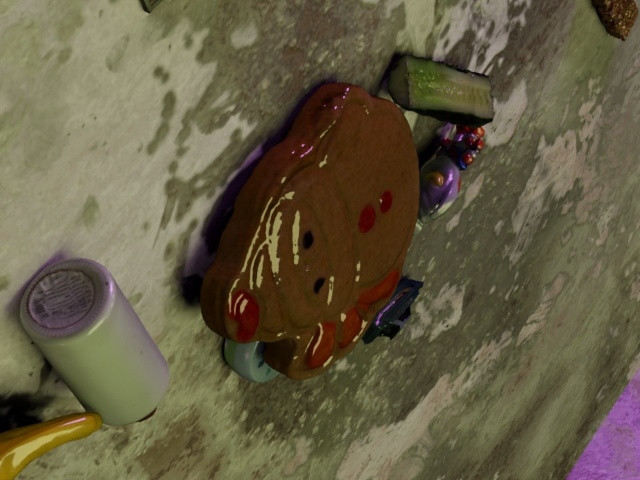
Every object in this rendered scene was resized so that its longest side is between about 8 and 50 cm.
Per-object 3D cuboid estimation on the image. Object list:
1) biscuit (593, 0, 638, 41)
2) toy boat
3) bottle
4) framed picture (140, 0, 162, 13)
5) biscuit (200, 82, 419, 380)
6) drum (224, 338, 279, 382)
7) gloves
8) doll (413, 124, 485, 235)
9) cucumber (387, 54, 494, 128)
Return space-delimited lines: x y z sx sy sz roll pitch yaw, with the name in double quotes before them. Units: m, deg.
"biscuit" 0.461 -0.378 2.122 0.064 0.034 0.199 -58 151 -1
"toy boat" 0.110 0.098 1.988 0.141 0.060 0.055 -41 170 -39
"bottle" -0.227 0.123 1.432 0.104 0.104 0.245 -49 149 -18
"framed picture" -0.148 -0.299 1.267 0.109 0.011 0.149 -48 149 -21
"biscuit" 0.000 0.000 1.658 0.381 0.074 0.358 -44 136 -37
"drum" -0.033 0.125 1.790 0.253 0.049 0.130 -3 118 -56
"gloves" -0.335 0.245 1.352 0.294 0.133 0.116 -29 103 -43
"doll" 0.165 -0.083 1.871 0.194 0.104 0.062 -57 138 -17
"cucumber" 0.151 -0.194 1.789 0.211 0.062 0.078 2 80 -52
